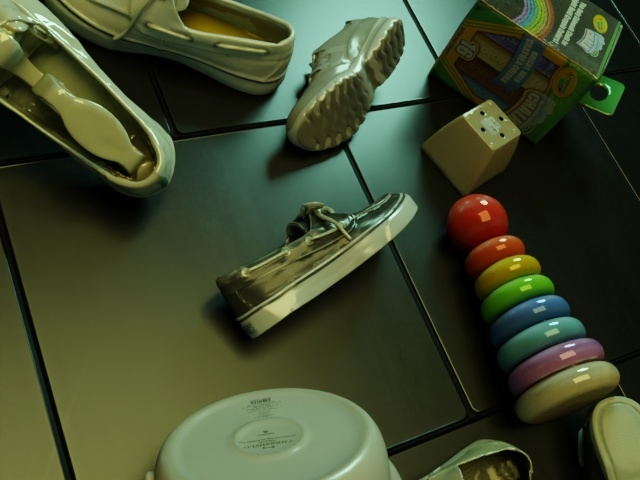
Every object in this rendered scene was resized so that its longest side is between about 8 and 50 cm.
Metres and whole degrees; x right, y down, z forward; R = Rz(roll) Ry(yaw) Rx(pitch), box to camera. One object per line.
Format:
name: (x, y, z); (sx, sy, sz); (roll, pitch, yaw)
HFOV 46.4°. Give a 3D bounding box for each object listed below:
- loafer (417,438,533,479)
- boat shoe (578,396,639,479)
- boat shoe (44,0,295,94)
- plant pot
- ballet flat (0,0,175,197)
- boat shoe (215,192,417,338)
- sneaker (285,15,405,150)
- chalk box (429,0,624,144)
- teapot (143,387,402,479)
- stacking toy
loafer: (0.148, 0.313, 0.871); (0.268, 0.092, 0.102); (-32, 77, -32)
boat shoe: (0.402, 0.355, 0.946); (0.114, 0.091, 0.302); (0, 63, 1)
boat shoe: (-0.207, -0.334, 1.057); (0.367, 0.156, 0.135); (21, 57, -9)
plant pot: (0.245, -0.154, 1.167); (0.109, 0.096, 0.109); (-31, 77, -32)
ballet flat: (-0.332, -0.195, 0.879); (0.400, 0.139, 0.139); (40, 54, -18)
boat shoe: (-0.002, 0.001, 0.977); (0.306, 0.113, 0.105); (-35, 93, -23)
sneaker: (0.023, -0.243, 1.151); (0.115, 0.105, 0.281); (18, 55, 30)
chalk box: (0.368, -0.302, 1.250); (0.289, 0.179, 0.180); (35, 55, -1)
teapot: (-0.049, 0.281, 0.761); (0.252, 0.256, 0.187); (-25, 116, -52)
stacking toy: (0.274, 0.077, 1.040); (0.141, 0.141, 0.330); (-7, 60, -24)
